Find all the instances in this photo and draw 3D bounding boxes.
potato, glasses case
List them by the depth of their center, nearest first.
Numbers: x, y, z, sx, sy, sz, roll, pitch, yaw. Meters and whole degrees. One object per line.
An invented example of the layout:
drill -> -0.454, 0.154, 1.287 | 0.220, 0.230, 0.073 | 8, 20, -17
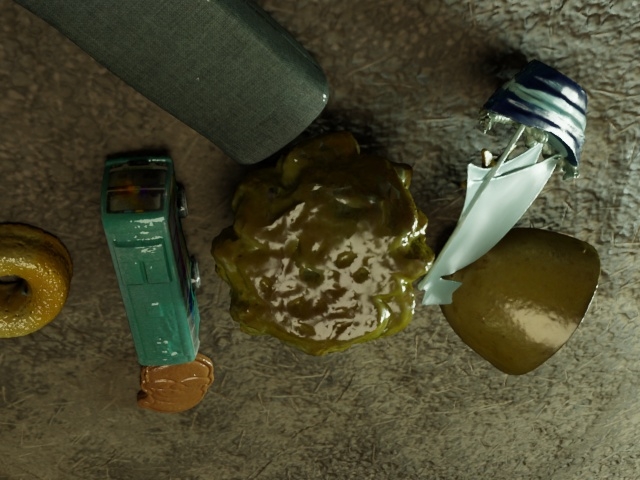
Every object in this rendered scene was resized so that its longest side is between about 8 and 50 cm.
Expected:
glasses case -> -0.133, -0.194, 0.840 | 0.131, 0.074, 0.323 | -38, 132, 21
potato -> 0.223, 0.055, 1.134 | 0.158, 0.178, 0.203 | 30, 147, -19

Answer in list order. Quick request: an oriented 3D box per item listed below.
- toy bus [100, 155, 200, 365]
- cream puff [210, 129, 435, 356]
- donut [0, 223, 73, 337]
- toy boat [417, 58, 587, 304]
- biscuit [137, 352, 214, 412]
toy bus -> -0.186, 0.028, 1.030 | 0.091, 0.109, 0.262 | -5, 134, -1
cream puff -> 0.001, 0.008, 0.988 | 0.244, 0.244, 0.196 | -8, 166, -7
donut -> -0.355, 0.052, 1.042 | 0.151, 0.058, 0.152 | -8, 133, -9
toy boat -> 0.197, -0.045, 1.002 | 0.220, 0.067, 0.291 | 15, 106, -52
biscuit -> -0.199, 0.194, 1.250 | 0.102, 0.019, 0.130 | 6, 131, -22
